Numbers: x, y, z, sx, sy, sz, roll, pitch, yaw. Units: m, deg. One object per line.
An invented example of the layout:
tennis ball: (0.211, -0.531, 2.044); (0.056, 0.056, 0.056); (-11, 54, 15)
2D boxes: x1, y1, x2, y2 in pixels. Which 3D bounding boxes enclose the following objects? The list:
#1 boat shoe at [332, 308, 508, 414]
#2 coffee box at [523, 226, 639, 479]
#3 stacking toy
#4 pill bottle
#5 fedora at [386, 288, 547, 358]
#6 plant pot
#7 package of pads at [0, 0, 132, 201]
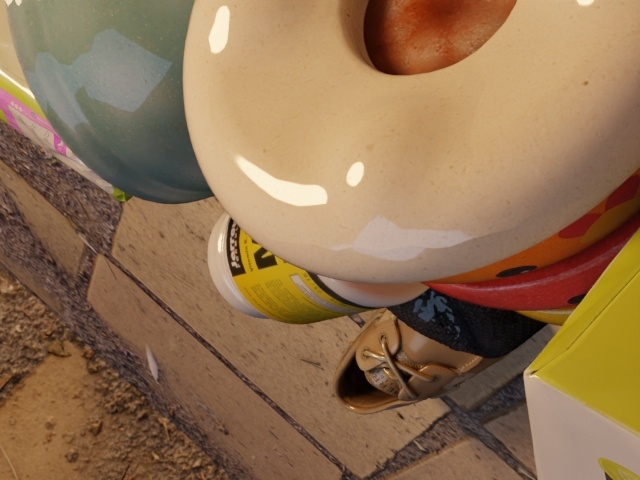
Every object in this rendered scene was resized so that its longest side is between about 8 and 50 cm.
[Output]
boat shoe: (0.099, 0.114, 1.737); (0.122, 0.110, 0.341); (43, 160, 1)
coffee box: (0.350, 0.111, 0.955); (0.338, 0.338, 0.334); (30, 156, 27)
stacking toy: (0.172, -0.060, 1.130); (0.351, 0.350, 0.480); (24, 171, 40)
pill bottle: (0.000, 0.000, 1.280); (0.119, 0.119, 0.208); (48, 156, -12)
fedora: (0.112, -0.020, 1.397); (0.334, 0.152, 0.334); (36, 158, 17)
plant pot: (-0.052, -0.183, 1.247); (0.196, 0.293, 0.293); (-9, 128, 38)
package of pads: (-0.213, -0.193, 1.542); (0.296, 0.229, 0.101); (35, 158, 22)
